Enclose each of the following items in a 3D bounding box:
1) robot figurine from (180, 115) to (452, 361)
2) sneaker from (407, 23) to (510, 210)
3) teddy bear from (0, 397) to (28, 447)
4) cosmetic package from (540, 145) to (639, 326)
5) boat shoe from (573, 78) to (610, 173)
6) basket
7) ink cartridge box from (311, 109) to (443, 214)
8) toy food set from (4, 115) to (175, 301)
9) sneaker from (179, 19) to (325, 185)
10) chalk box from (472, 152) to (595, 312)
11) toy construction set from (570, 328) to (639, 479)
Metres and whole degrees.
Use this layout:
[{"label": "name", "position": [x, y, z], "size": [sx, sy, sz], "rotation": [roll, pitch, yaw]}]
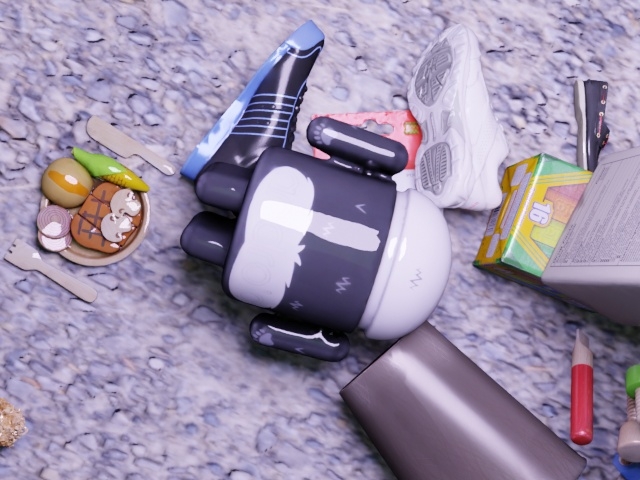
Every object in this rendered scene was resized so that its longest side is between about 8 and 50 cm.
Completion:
[{"label": "robot figurine", "position": [0.000, 0.001, 1.121], "size": [0.278, 0.209, 0.173], "rotation": [16, 52, -2]}, {"label": "sneaker", "position": [0.168, -0.136, 1.240], "size": [0.115, 0.090, 0.232], "rotation": [16, 70, -37]}, {"label": "teddy bear", "position": [-0.446, 0.225, 1.125], "size": [0.245, 0.113, 0.338], "rotation": [14, 85, -8]}, {"label": "cosmetic package", "position": [0.333, -0.004, 0.996], "size": [0.113, 0.309, 0.160], "rotation": [28, 86, -5]}, {"label": "boat shoe", "position": [0.324, -0.127, 1.264], "size": [0.042, 0.049, 0.133], "rotation": [1, 82, 2]}, {"label": "basket", "position": [0.142, 0.210, 1.168], "size": [0.227, 0.204, 0.154], "rotation": [49, 41, 5]}, {"label": "ink cartridge box", "position": [0.067, -0.063, 1.235], "size": [0.145, 0.045, 0.179], "rotation": [-3, 89, -7]}, {"label": "toy food set", "position": [-0.257, -0.035, 1.198], "size": [0.132, 0.038, 0.192], "rotation": [30, 84, -4]}, {"label": "sneaker", "position": [-0.057, -0.138, 1.211], "size": [0.090, 0.081, 0.232], "rotation": [39, 90, -6]}, {"label": "chalk box", "position": [0.305, 0.005, 1.212], "size": [0.213, 0.132, 0.132], "rotation": [21, 85, -5]}, {"label": "toy construction set", "position": [0.422, 0.164, 1.193], "size": [0.309, 0.257, 0.237], "rotation": [22, 48, -13]}]
